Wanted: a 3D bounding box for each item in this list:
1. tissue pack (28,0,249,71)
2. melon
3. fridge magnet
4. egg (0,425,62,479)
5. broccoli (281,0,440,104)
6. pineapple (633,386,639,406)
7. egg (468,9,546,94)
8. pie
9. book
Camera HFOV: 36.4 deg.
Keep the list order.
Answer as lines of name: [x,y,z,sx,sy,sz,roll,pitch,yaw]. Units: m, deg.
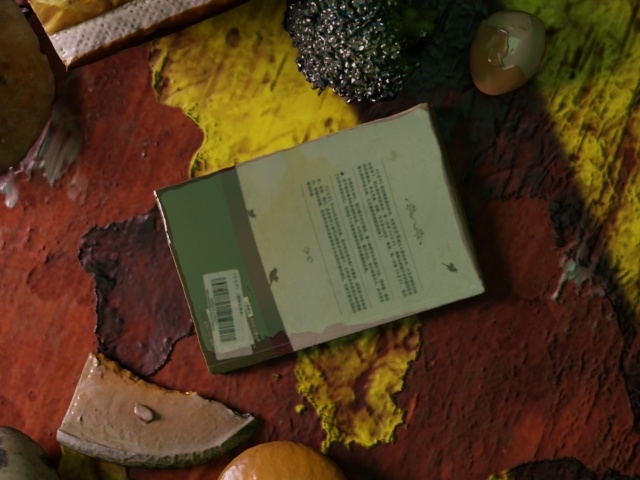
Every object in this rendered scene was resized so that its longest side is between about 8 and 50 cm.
tissue pack: [-0.138,-0.245,0.889,0.226,0.183,0.092,-24,117,3]
melon: [-0.161,0.186,0.962,0.182,0.054,0.098,20,76,2]
fridge magnet: [-0.036,0.264,0.940,0.143,0.063,0.143,0,90,1]
egg: [-0.307,0.267,0.919,0.141,0.141,0.181,-4,81,3]
broccoli: [0.044,-0.206,0.911,0.160,0.167,0.154,5,104,-34]
pineapple: [0.422,0.125,0.907,0.251,0.125,0.125,-19,89,13]
egg: [0.177,-0.179,0.929,0.071,0.071,0.083,20,94,3]
pie: [-0.343,-0.153,0.923,0.185,0.052,0.218,12,77,-41]
book: [0.000,0.000,0.957,0.290,0.026,0.201,-16,89,2]
